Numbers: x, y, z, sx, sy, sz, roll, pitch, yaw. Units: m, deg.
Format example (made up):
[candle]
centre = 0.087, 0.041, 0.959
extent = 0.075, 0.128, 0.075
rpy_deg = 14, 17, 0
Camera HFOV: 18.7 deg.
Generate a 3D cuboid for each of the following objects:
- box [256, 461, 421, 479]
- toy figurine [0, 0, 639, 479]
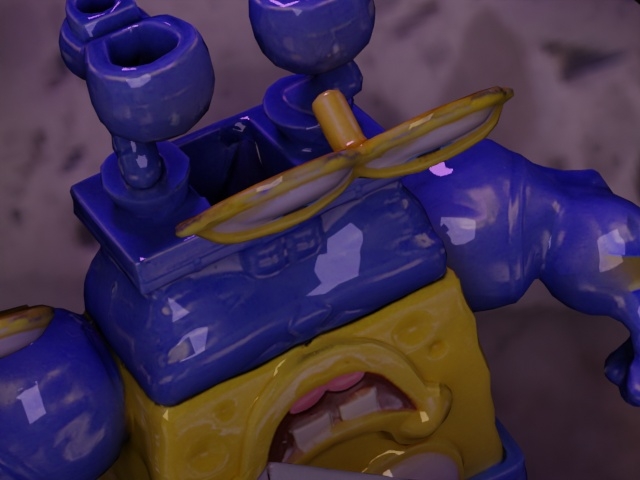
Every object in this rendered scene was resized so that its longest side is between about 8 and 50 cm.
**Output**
[box]
centre = 0.024, 0.117, 0.454
extent = 0.145, 0.186, 0.038
rpy_deg = 10, 52, -19
[toy figurine]
centre = 0.000, 0.000, 0.496
extent = 0.362, 0.191, 0.217
rpy_deg = -25, 134, -19
